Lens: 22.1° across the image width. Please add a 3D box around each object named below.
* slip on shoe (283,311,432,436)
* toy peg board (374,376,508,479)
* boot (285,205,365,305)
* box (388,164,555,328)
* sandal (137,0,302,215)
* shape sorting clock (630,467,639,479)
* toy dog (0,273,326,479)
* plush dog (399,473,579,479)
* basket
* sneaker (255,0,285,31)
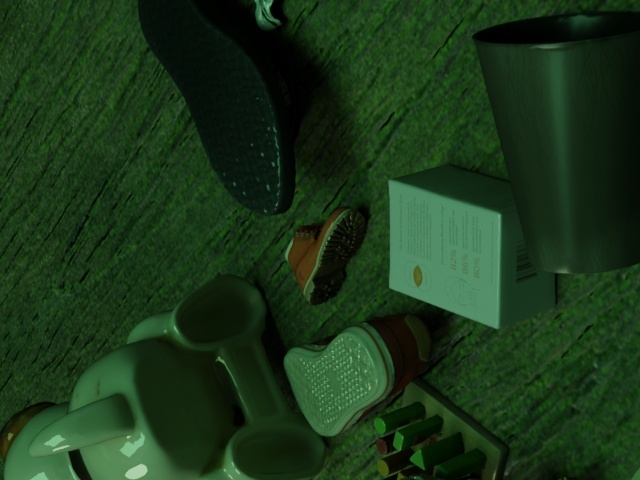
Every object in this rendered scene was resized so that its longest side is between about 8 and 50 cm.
[{"bbox_3d":[0.041,0.157,1.971,0.123,0.101,0.331,66,156,7],"label":"slip on shoe"},{"bbox_3d":[0.123,0.274,1.919,0.161,0.079,0.161,37,129,39],"label":"toy peg board"},{"bbox_3d":[0.000,0.000,1.997,0.085,0.059,0.158,58,142,28],"label":"boot"},{"bbox_3d":[0.161,0.003,1.760,0.170,0.091,0.130,21,119,47],"label":"box"},{"bbox_3d":[-0.103,-0.212,2.031,0.446,0.107,0.167,60,144,38],"label":"sandal"},{"bbox_3d":[0.377,0.313,1.639,0.206,0.040,0.206,29,127,47],"label":"shape sorting clock"},{"bbox_3d":[-0.254,0.285,2.165,0.408,0.395,0.285,-34,84,43],"label":"toy dog"},{"bbox_3d":[0.173,0.362,1.718,0.262,0.225,0.210,43,135,-2],"label":"plush dog"},{"bbox_3d":[0.248,-0.094,1.571,0.204,0.154,0.227,11,115,51],"label":"basket"},{"bbox_3d":[-0.064,-0.298,1.995,0.037,0.032,0.083,-11,99,39],"label":"sneaker"}]
